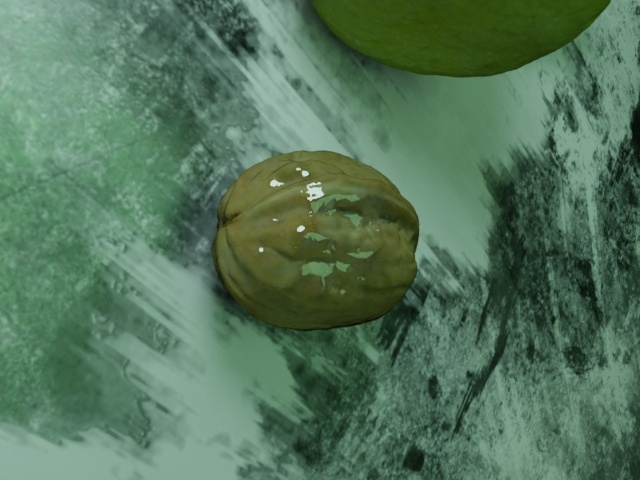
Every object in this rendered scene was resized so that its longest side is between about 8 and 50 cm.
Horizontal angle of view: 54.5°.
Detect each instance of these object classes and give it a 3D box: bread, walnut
[{"bbox_3d":[0.167,-0.386,0.711,0.348,0.348,0.307,25,71,-37],"label":"bread"},{"bbox_3d":[0.000,0.000,0.666,0.245,0.198,0.198,7,85,-30],"label":"walnut"}]
